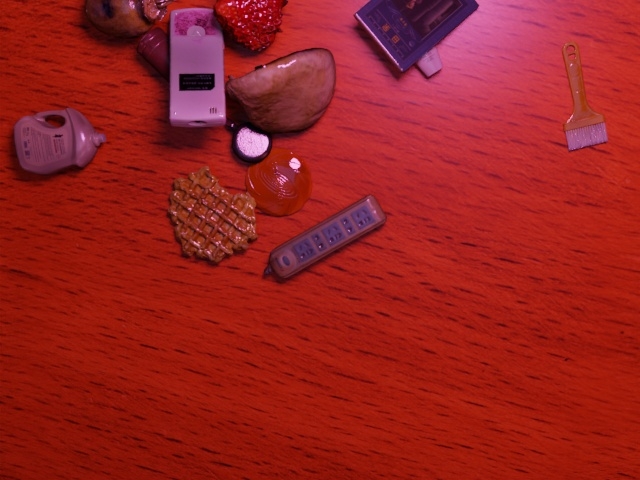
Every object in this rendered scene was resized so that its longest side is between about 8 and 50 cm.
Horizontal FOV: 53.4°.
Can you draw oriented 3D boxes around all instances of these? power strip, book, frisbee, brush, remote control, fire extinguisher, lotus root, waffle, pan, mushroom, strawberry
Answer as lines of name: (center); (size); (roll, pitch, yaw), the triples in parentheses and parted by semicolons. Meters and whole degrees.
power strip: (0.000, 0.000, 1.782); (0.387, 0.066, 0.092); (-30, 94, 13)
book: (0.242, -0.578, 1.599); (0.269, 0.025, 0.191); (-41, 94, -6)
frisbee: (-0.119, -0.160, 1.779); (0.192, 0.035, 0.192); (2, 103, 8)
brush: (0.663, -0.375, 1.634); (0.103, 0.013, 0.272); (-13, 99, 10)
remote control: (-0.318, -0.450, 1.641); (0.145, 0.050, 0.344); (-1, 69, -7)
fire extinguisher: (-0.368, -0.446, 1.716); (0.269, 0.105, 0.105); (45, 104, -3)
lotus root: (-0.500, -0.601, 1.649); (0.278, 0.154, 0.154); (14, 105, 30)
waffle: (-0.305, -0.074, 1.814); (0.291, 0.051, 0.291); (2, 101, 9)
pan: (-0.225, -0.304, 1.753); (0.212, 0.040, 0.115); (42, 85, 2)
mushroom: (-0.106, -0.373, 1.637); (0.292, 0.217, 0.212); (-5, 106, 8)
strawberry: (-0.185, -0.587, 1.619); (0.187, 0.201, 0.184); (-32, 78, 32)

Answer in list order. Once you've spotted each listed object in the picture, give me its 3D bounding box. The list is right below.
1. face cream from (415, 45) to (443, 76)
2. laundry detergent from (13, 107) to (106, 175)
face cream: (0.251, -0.512, 1.641); (0.072, 0.051, 0.182); (-30, 95, 6)
laundry detergent: (-0.733, -0.282, 1.809); (0.253, 0.091, 0.181); (-5, 96, 9)
